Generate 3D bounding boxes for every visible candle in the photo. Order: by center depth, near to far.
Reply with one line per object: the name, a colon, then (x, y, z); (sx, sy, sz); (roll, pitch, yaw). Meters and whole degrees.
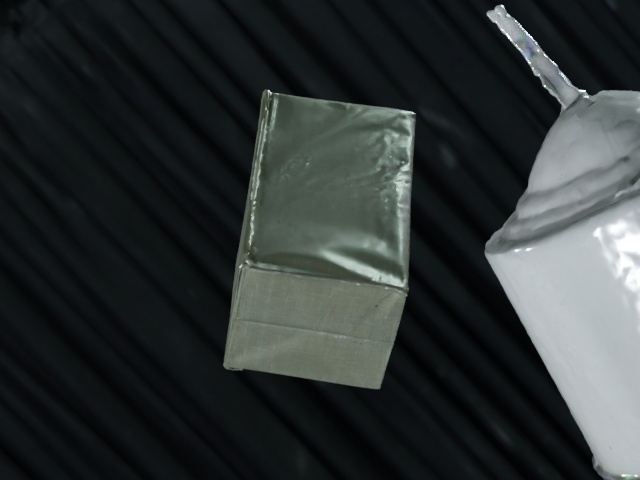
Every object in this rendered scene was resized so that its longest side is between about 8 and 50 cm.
candle: (0.191, 0.007, 0.890); (0.187, 0.330, 0.187); (-29, 5, 3)

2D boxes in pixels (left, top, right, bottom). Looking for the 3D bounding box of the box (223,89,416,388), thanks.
box: (0.000, 0.000, 1.456); (0.155, 0.149, 0.231); (101, 176, -45)
